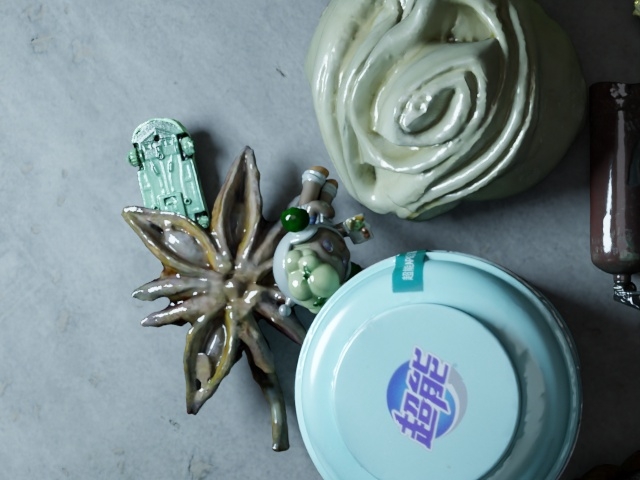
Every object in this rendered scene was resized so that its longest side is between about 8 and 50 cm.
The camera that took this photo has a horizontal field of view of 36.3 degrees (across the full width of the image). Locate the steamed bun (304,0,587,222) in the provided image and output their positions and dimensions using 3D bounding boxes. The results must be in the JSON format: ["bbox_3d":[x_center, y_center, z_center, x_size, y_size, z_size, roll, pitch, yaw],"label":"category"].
[{"bbox_3d":[0.132,-0.194,1.118,0.310,0.219,0.324,-23,80,12],"label":"steamed bun"}]

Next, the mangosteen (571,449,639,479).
[{"bbox_3d":[0.353,0.336,1.037,0.228,0.228,0.265,-57,37,5],"label":"mangosteen"}]

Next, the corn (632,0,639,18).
[{"bbox_3d":[0.474,-0.314,1.102,0.244,0.093,0.093,-40,77,11],"label":"corn"}]

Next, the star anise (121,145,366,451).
[{"bbox_3d":[-0.101,0.066,1.212,0.349,0.109,0.292,43,92,1],"label":"star anise"}]

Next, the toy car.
[{"bbox_3d":[-0.191,-0.070,1.280,0.093,0.058,0.186,-12,94,10],"label":"toy car"}]

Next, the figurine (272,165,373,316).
[{"bbox_3d":[0.001,0.000,1.139,0.093,0.147,0.197,-9,52,35],"label":"figurine"}]

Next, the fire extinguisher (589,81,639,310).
[{"bbox_3d":[0.352,-0.048,1.118,0.089,0.072,0.268,-4,84,49],"label":"fire extinguisher"}]

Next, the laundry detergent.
[{"bbox_3d":[0.133,0.157,1.047,0.287,0.305,0.287,-1,86,14],"label":"laundry detergent"}]
